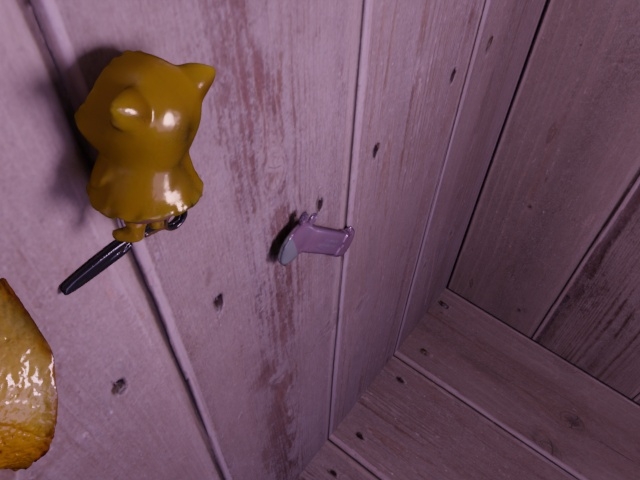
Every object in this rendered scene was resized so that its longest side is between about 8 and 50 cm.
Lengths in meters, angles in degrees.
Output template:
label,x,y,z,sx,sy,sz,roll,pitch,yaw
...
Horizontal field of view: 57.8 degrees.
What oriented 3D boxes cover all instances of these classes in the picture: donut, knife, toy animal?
label,x,y,z,sx,sy,sz,roll,pitch,yaw
donut,-0.381,0.189,0.675,0.101,0.152,0.258,-10,128,-58
knife,-0.001,0.000,1.394,0.132,0.038,0.399,-59,160,9
toy animal,-0.204,-0.100,0.681,0.156,0.156,0.229,-36,153,-43

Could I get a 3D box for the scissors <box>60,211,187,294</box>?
label,x,y,z,sx,sy,sz,roll,pitch,yaw
scissors,-0.277,0.002,0.829,0.220,0.017,0.088,-44,155,-29
